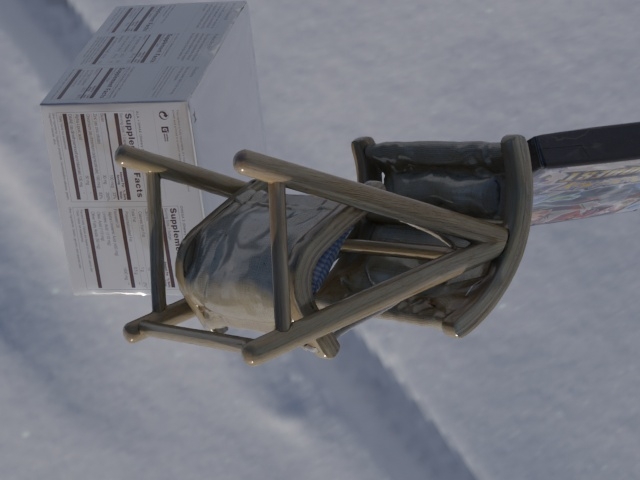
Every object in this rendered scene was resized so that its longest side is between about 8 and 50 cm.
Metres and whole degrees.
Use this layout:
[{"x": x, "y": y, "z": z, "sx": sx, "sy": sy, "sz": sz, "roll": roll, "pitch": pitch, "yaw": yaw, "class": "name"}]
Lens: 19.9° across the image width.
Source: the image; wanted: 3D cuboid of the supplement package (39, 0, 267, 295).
[{"x": -0.153, "y": -0.094, "z": 1.785, "sx": 0.145, "sy": 0.262, "sz": 0.204, "roll": 0, "pitch": 117, "yaw": 12, "class": "supplement package"}]

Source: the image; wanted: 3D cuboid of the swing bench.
[{"x": 0.000, "y": 0.000, "z": 1.458, "sx": 0.253, "sy": 0.254, "sz": 0.165, "roll": 4, "pitch": 97, "yaw": 63, "class": "swing bench"}]

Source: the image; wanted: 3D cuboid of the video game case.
[{"x": 0.245, "y": -0.058, "z": 1.654, "sx": 0.248, "sy": 0.274, "sz": 0.035, "roll": -30, "pitch": 71, "yaw": 61, "class": "video game case"}]
